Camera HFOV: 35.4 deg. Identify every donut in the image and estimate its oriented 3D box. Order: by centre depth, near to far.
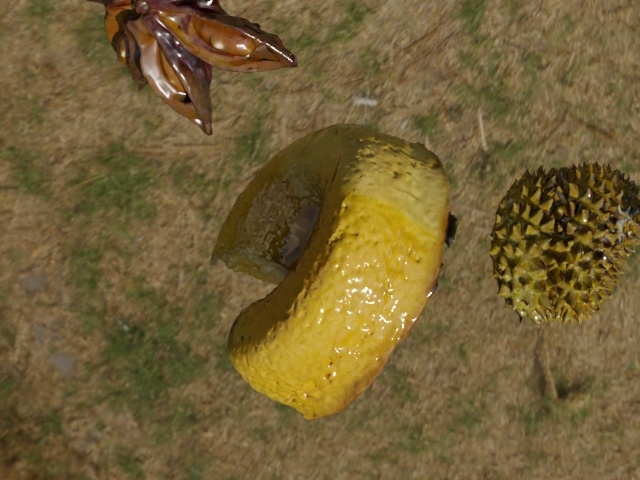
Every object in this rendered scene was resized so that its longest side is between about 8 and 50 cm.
[{"bbox_3d":[0.000,0.000,1.393,0.163,0.435,0.378,26,111,-24],"label":"donut"}]

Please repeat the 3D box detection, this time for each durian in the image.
[{"bbox_3d":[0.325,-0.002,1.296,0.138,0.250,0.183,8,154,50],"label":"durian"}]

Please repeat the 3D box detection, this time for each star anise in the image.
[{"bbox_3d":[-0.114,-0.145,0.708,0.212,0.053,0.157,25,140,14],"label":"star anise"}]
